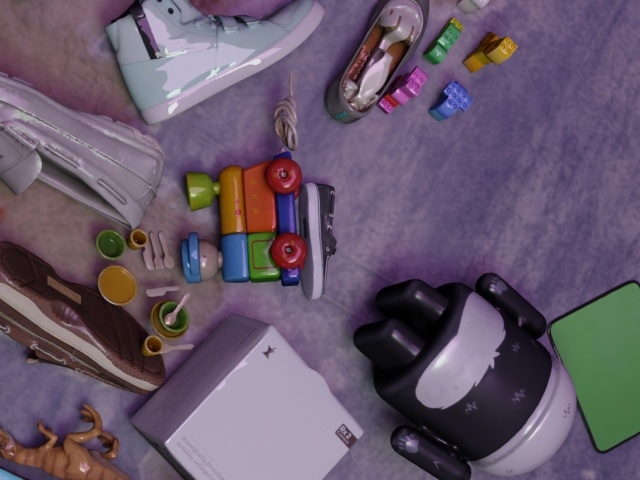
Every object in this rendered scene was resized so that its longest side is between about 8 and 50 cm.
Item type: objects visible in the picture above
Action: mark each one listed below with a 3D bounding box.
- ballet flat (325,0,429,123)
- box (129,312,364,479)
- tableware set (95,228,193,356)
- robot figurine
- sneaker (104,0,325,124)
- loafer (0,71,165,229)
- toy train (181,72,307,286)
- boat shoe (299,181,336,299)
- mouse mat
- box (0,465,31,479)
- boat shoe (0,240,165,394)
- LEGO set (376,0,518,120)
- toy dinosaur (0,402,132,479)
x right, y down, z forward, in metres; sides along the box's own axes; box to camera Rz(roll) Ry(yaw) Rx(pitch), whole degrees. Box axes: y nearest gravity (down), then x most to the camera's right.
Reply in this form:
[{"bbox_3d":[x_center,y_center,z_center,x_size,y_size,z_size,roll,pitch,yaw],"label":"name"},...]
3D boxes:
[{"bbox_3d":[0.082,-0.233,1.864,0.072,0.068,0.213,35,77,-16],"label":"ballet flat"},{"bbox_3d":[-0.083,0.211,1.745,0.182,0.119,0.181,-46,112,-16],"label":"box"},{"bbox_3d":[-0.199,0.057,1.739,0.104,0.024,0.154,-5,72,-34],"label":"tableware set"},{"bbox_3d":[0.175,0.162,1.832,0.278,0.173,0.209,37,106,-15],"label":"robot figurine"},{"bbox_3d":[-0.123,-0.257,1.771,0.256,0.094,0.151,-31,104,-16],"label":"sneaker"},{"bbox_3d":[-0.325,-0.107,1.686,0.319,0.112,0.111,21,73,-19],"label":"loafer"},{"bbox_3d":[-0.094,-0.069,1.787,0.143,0.105,0.248,-4,82,-3],"label":"toy train"},{"bbox_3d":[0.000,0.000,1.836,0.040,0.049,0.142,0,86,-21],"label":"boat shoe"},{"bbox_3d":[0.386,0.164,1.994,0.152,0.007,0.190,-25,95,-19],"label":"mouse mat"},{"bbox_3d":[-0.412,0.242,1.646,0.244,0.100,0.060,30,78,-17],"label":"box"},{"bbox_3d":[-0.291,0.100,1.715,0.095,0.095,0.257,-37,118,24],"label":"boat shoe"},{"bbox_3d":[0.182,-0.229,1.886,0.087,0.093,0.227,41,75,-14],"label":"LEGO set"},{"bbox_3d":[-0.259,0.246,1.696,0.112,0.211,0.064,-57,153,-46],"label":"toy dinosaur"}]
